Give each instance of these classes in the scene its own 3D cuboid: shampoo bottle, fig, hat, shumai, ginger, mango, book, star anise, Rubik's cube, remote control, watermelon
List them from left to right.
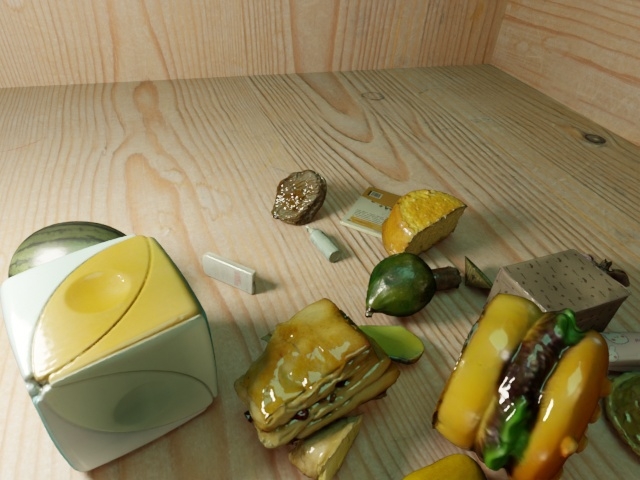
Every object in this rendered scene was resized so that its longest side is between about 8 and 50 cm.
[{"bbox_3d":[-0.664,0.086,1.262,0.359,0.279,0.279,1,39,-7],"label":"watermelon"},{"bbox_3d":[-0.459,0.236,1.042,0.347,0.351,0.352,-23,49,-30],"label":"Rubik's cube"},{"bbox_3d":[-0.284,0.099,1.443,0.190,0.087,0.029,19,37,18],"label":"remote control"},{"bbox_3d":[-0.078,-0.157,1.774,0.184,0.218,0.185,21,-3,2],"label":"shumai"},{"bbox_3d":[0.000,0.000,1.624,0.056,0.056,0.195,-18,45,-26],"label":"shampoo bottle"},{"bbox_3d":[0.017,0.445,1.037,0.122,0.115,0.193,11,24,33],"label":"ginger"},{"bbox_3d":[0.230,-0.112,1.818,0.208,0.020,0.295,20,41,18],"label":"book"},{"bbox_3d":[0.219,0.142,1.364,0.245,0.195,0.195,-22,46,-34],"label":"fig"},{"bbox_3d":[0.243,0.532,0.930,0.262,0.130,0.167,-18,39,-35],"label":"mango"},{"bbox_3d":[0.500,0.126,1.524,0.146,0.067,0.146,41,17,-15],"label":"hat"},{"bbox_3d":[0.913,0.122,1.553,0.229,0.093,0.236,29,48,19],"label":"star anise"}]

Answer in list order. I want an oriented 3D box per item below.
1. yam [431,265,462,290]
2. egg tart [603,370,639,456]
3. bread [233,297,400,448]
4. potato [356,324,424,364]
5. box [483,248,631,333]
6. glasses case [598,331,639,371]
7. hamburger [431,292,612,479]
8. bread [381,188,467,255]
[{"bbox_3d":[0.373,0.127,1.494,0.141,0.079,0.079,-9,40,-15],"label":"yam"},{"bbox_3d":[0.870,0.429,1.133,0.315,0.120,0.315,3,39,-3],"label":"egg tart"},{"bbox_3d":[-0.026,0.283,1.106,0.370,0.191,0.314,-17,25,-21],"label":"bread"},{"bbox_3d":[0.186,0.289,1.287,0.198,0.054,0.119,10,39,13],"label":"potato"},{"bbox_3d":[0.683,0.180,1.371,0.297,0.190,0.225,-11,41,-21],"label":"box"},{"bbox_3d":[0.888,0.313,1.311,0.297,0.075,0.113,2,31,-6],"label":"glasses case"},{"bbox_3d":[0.455,0.321,1.025,0.277,0.396,0.396,27,43,27],"label":"hamburger"},{"bbox_3d":[0.336,-0.071,1.630,0.340,0.194,0.179,-26,61,-29],"label":"bread"}]
